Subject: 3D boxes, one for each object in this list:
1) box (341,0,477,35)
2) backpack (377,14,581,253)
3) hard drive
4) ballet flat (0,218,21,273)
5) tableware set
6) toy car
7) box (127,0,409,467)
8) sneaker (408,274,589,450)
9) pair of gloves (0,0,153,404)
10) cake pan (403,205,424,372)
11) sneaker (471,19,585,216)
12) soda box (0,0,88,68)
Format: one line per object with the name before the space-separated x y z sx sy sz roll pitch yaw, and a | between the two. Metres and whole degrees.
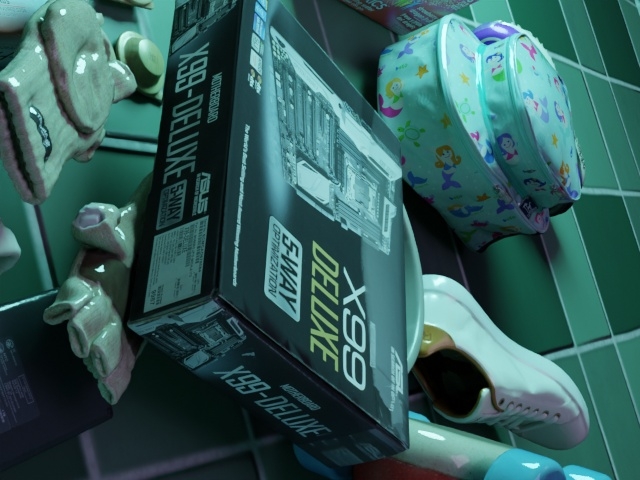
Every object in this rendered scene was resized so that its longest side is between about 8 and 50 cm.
box | 0.070 -0.347 1.283 0.257 0.123 0.128 14 61 -56
backpack | 0.178 -0.131 1.281 0.253 0.191 0.225 33 46 -40
hard drive | -0.189 0.086 0.685 0.135 0.022 0.094 -19 89 -61
ballet flat | -0.235 0.087 0.491 0.139 0.139 0.400 54 30 -26
tableware set | -0.172 -0.183 0.884 0.141 0.020 0.168 7 66 -59
toy car | 0.085 0.268 0.908 0.210 0.219 0.237 26 80 -52
box | -0.024 -0.016 0.845 0.242 0.077 0.307 44 36 -42
sneaker | 0.176 0.166 1.177 0.290 0.106 0.123 39 43 -25
pair of gloves | -0.148 -0.032 0.714 0.204 0.042 0.240 -82 162 -56
cake pan | 0.000 0.000 1.022 0.293 0.054 0.293 37 43 -44
sneaker | 0.286 -0.161 1.551 0.293 0.102 0.146 61 31 -16
soda box | -0.229 -0.149 0.721 0.183 0.063 0.058 -11 83 -61
